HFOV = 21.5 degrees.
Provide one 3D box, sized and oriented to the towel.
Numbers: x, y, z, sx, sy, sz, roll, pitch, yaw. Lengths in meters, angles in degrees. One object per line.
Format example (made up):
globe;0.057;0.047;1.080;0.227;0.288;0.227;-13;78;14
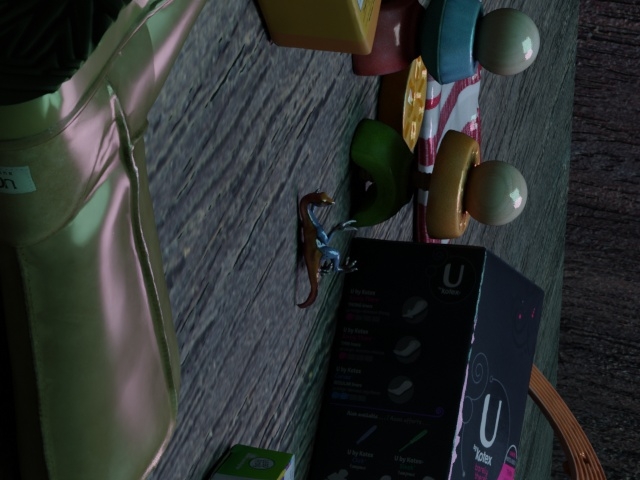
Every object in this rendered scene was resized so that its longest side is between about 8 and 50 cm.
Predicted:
towel;0.149;-0.140;1.914;0.237;0.037;0.329;-61;155;-54

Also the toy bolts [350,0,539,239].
toy bolts;0.126;-0.136;1.557;0.218;0.158;0.229;-64;157;-52

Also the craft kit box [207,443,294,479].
craft kit box;-0.083;0.305;1.191;0.246;0.061;0.250;-41;137;-65

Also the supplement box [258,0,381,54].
supplement box;-0.011;-0.214;1.133;0.233;0.078;0.080;65;35;-67

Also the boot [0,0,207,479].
boot;-0.105;-0.024;0.862;0.236;0.089;0.270;-55;151;-41

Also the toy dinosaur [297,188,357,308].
toy dinosaur;0.000;0.000;1.384;0.082;0.047;0.090;53;55;-46

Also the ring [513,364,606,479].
ring;0.190;0.196;1.823;0.032;0.336;0.336;-43;-178;24

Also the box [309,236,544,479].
box;0.102;0.149;1.591;0.165;0.143;0.270;30;67;-59
